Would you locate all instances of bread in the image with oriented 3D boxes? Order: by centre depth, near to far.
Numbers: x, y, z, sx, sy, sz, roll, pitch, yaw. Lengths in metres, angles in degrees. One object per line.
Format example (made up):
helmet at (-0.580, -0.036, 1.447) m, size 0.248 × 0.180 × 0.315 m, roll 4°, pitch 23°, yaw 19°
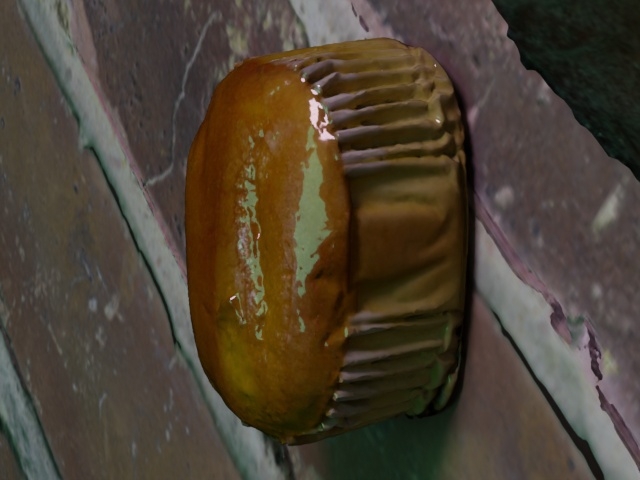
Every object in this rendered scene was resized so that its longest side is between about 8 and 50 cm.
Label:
bread at (0.000, 0.000, 0.917) m, size 0.132 × 0.114 × 0.191 m, roll 8°, pitch 104°, yaw 57°

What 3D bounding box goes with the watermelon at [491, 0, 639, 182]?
watermelon at (0.225, -0.074, 0.531) m, size 0.283 × 0.292 × 0.250 m, roll 20°, pitch 68°, yaw 33°
